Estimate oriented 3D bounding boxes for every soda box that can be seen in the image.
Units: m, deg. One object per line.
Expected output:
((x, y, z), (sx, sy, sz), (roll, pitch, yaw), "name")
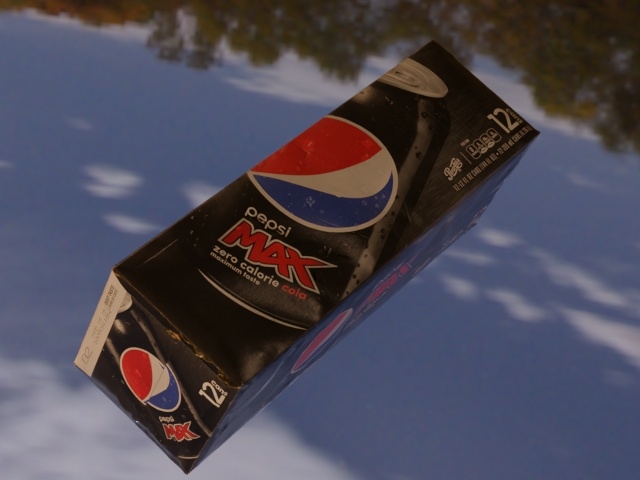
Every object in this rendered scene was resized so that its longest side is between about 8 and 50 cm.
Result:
((0.000, 0.000, 0.492), (0.053, 0.060, 0.169), (42, -131, 10), "soda box")
